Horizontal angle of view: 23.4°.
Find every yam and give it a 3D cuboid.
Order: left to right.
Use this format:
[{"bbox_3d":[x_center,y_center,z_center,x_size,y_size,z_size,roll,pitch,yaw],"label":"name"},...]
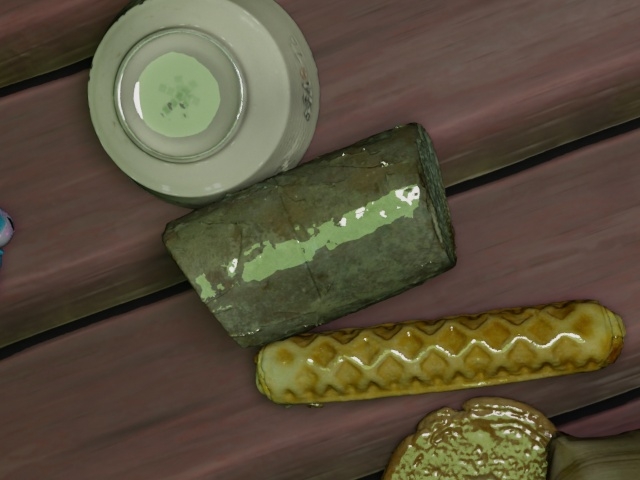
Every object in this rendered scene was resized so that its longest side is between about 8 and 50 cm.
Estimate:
[{"bbox_3d":[0.000,0.000,1.483,0.268,0.161,0.161,-24,93,8],"label":"yam"}]

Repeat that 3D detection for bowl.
[{"bbox_3d":[-0.123,-0.143,1.503,0.238,0.126,0.237,1,96,7],"label":"bowl"}]

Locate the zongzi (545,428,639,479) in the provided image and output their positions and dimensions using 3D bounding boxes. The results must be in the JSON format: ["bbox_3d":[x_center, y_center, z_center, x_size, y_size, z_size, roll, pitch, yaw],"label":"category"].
[{"bbox_3d":[0.442,0.358,1.505,0.500,0.218,0.467,-8,129,-7],"label":"zongzi"}]

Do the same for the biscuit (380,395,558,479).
[{"bbox_3d":[0.165,0.264,1.552,0.226,0.042,0.225,1,98,9],"label":"biscuit"}]

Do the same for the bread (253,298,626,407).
[{"bbox_3d":[0.114,0.111,1.519,0.368,0.077,0.084,-6,134,9],"label":"bread"}]

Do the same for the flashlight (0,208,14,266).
[{"bbox_3d":[-0.352,0.024,1.595,0.051,0.051,0.129,21,104,5],"label":"flashlight"}]
